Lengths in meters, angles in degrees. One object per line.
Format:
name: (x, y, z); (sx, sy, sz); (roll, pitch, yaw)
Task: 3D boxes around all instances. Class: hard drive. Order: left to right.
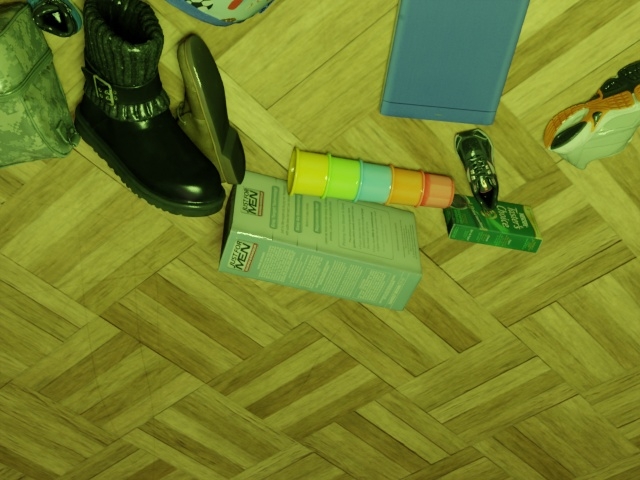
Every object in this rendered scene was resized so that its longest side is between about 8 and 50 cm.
hard drive: (0.229, -0.346, 1.378); (0.210, 0.040, 0.319); (5, 131, -5)

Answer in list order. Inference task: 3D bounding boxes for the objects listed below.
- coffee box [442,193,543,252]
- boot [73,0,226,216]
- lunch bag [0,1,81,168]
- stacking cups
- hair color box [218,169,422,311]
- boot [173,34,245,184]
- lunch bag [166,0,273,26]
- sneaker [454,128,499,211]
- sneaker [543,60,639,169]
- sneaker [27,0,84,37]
coffee box: (0.338, -0.037, 1.607); (0.184, 0.113, 0.040); (10, 128, -8)
boot: (-0.276, -0.220, 1.339); (0.348, 0.131, 0.260); (37, 131, 14)
lunch bag: (-0.585, -0.226, 1.350); (0.304, 0.213, 0.256); (-10, 122, 8)
stacking cups: (0.098, -0.116, 1.561); (0.316, 0.096, 0.096); (5, 131, -12)
hair color box: (0.000, 0.000, 1.584); (0.374, 0.185, 0.114); (14, 131, -12)
boot: (-0.223, -0.221, 1.448); (0.115, 0.112, 0.305); (1, 134, 12)
lunch bag: (-0.093, -0.472, 1.117); (0.327, 0.239, 0.385); (-30, 162, 22)
sneaker: (0.309, -0.130, 1.546); (0.071, 0.077, 0.178); (-21, 128, 16)
sneaker: (0.542, -0.223, 1.468); (0.262, 0.099, 0.121); (-31, 133, 33)
sneaker: (-0.445, -0.387, 1.291); (0.058, 0.085, 0.152); (-35, 114, 12)
